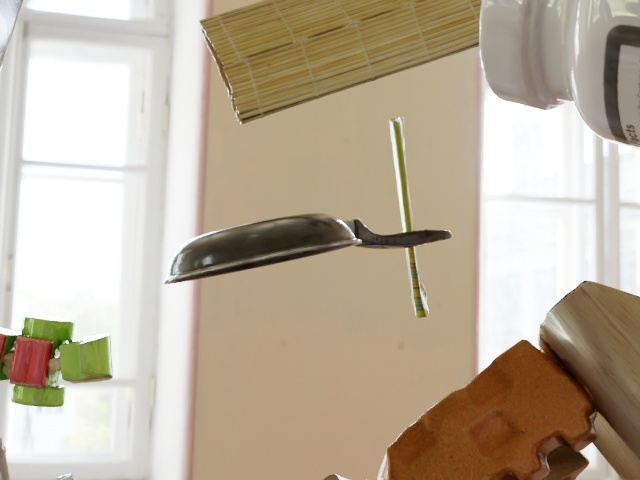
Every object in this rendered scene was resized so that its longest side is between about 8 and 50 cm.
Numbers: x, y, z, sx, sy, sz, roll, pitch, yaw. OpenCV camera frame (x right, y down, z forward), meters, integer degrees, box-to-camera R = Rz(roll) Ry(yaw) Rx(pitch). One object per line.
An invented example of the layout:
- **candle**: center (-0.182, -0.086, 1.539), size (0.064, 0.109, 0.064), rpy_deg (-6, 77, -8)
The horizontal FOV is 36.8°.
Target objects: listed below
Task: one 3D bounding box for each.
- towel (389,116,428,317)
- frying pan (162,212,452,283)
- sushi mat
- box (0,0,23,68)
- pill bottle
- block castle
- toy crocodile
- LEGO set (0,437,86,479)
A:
- **towel**: center (0.109, -0.030, 1.166), size (0.021, 0.237, 0.102), rpy_deg (-8, 10, 3)
- **frying pan**: center (0.004, -0.002, 0.951), size (0.326, 0.053, 0.197), rpy_deg (-12, -2, -12)
- **sushi mat**: center (0.033, -0.240, 1.090), size (0.317, 0.151, 0.019), rpy_deg (-19, -26, -5)
- **box**: center (-0.224, 0.025, 0.307), size (0.143, 0.381, 0.191), rpy_deg (17, -9, -6)
- **pill bottle**: center (0.322, -0.163, 0.743), size (0.363, 0.210, 0.210), rpy_deg (18, 4, 34)
- **block castle**: center (0.062, 0.252, 0.505), size (0.453, 0.213, 0.303), rpy_deg (-38, -26, 2)
- **toy crocodile**: center (-0.421, 0.140, 1.207), size (0.341, 0.115, 0.105), rpy_deg (8, -5, 7)
- **LEGO set**: center (-0.276, 0.195, 0.580), size (0.287, 0.132, 0.107), rpy_deg (-21, -38, -29)
